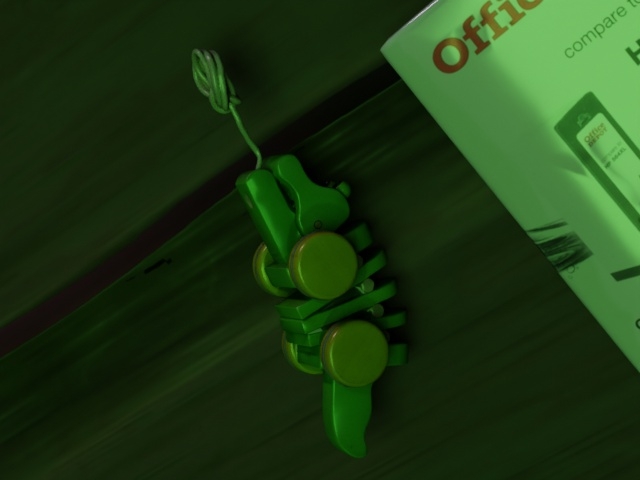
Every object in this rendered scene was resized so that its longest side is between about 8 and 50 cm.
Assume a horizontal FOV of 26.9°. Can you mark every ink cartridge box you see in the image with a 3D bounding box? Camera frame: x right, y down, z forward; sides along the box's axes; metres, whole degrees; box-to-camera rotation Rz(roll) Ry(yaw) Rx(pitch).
[{"bbox_3d":[0.143,-0.045,0.499,0.148,0.086,0.203,-40,92,23],"label":"ink cartridge box"}]

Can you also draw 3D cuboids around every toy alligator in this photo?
[{"bbox_3d":[0.000,0.000,0.578,0.051,0.056,0.190,-23,98,-21],"label":"toy alligator"}]
